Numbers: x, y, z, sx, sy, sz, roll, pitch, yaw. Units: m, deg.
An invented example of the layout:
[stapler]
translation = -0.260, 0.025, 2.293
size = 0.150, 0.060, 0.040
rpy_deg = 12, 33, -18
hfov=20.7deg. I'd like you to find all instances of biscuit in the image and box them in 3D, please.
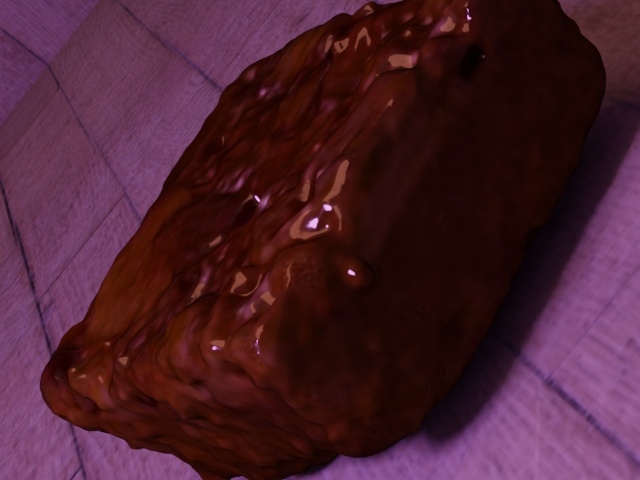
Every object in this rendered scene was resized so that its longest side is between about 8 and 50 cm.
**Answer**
[biscuit]
translation = 0.000, 0.000, 1.206
size = 0.343, 0.166, 0.395
rpy_deg = -61, 19, -20
